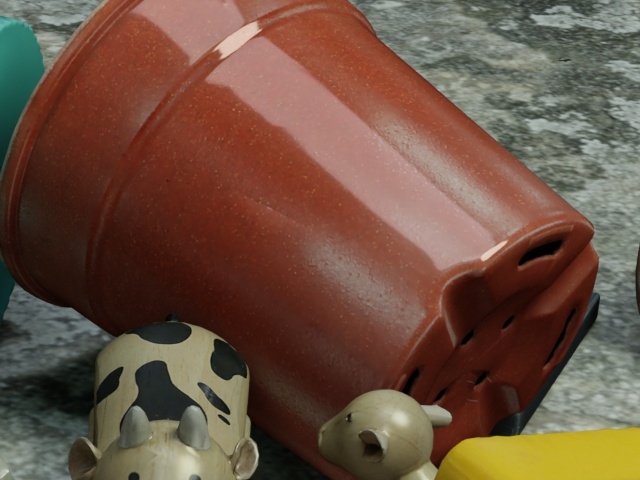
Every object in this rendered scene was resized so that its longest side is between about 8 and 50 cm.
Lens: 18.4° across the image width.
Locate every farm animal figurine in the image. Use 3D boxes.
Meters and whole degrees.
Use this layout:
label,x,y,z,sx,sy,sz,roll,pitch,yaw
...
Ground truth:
label,x,y,z,sx,sy,sz,roll,pitch,yaw
farm animal figurine,-0.048,0.134,0.949,0.330,0.172,0.327,-4,26,-20

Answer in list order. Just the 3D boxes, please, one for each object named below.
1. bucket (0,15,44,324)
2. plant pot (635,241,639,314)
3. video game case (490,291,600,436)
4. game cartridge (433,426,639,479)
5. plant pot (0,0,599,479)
label,x,y,z,sx,sy,sz,roll,pitch,yaw
bucket,-0.285,-0.034,1.174,0.183,0.281,0.281,11,25,5
plant pot,0.307,0.023,1.290,0.165,0.167,0.167,15,26,38
video game case,0.031,0.049,1.329,0.274,0.026,0.196,13,26,19
game cartridge,0.242,0.174,0.795,0.285,0.053,0.323,2,24,-44
plant pot,0.000,0.000,1.150,0.265,0.272,0.272,38,38,26
